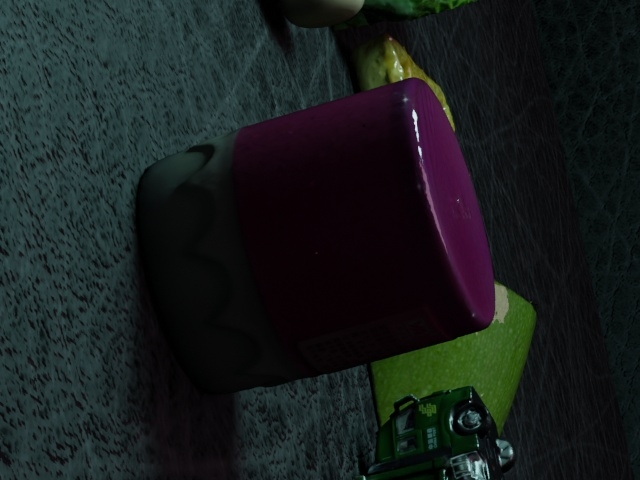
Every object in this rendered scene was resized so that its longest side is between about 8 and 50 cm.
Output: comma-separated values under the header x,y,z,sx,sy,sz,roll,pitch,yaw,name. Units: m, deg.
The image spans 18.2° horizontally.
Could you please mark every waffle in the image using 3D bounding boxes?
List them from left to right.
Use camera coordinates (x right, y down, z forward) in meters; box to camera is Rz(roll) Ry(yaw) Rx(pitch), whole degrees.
x,y,z,sx,sy,sz,roll,pitch,yaw,name
0.100,-0.110,2.134,0.274,0.057,0.168,30,45,-71,waffle

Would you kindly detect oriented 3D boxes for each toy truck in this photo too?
x,y,z,sx,sy,sz,roll,pitch,yaw,name
0.100,0.246,1.595,0.088,0.121,0.259,58,21,-47,toy truck

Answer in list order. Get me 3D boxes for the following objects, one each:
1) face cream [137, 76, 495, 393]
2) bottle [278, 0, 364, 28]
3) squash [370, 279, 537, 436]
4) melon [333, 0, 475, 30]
x,y,z,sx,sy,sz,roll,pitch,yaw,name
0.000,0.000,1.314,0.175,0.195,0.175,-17,90,-76,face cream
-0.015,-0.297,1.786,0.110,0.097,0.209,53,24,-78,bottle
0.080,0.145,1.843,0.261,0.189,0.189,-66,157,-7,squash
0.119,-0.346,2.105,0.331,0.226,0.343,38,28,-8,melon
